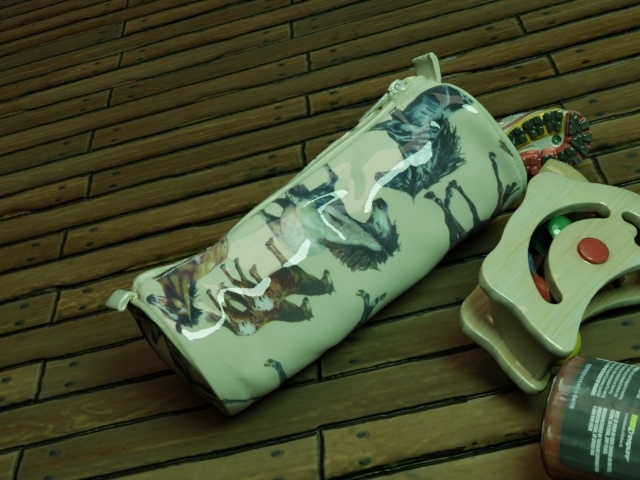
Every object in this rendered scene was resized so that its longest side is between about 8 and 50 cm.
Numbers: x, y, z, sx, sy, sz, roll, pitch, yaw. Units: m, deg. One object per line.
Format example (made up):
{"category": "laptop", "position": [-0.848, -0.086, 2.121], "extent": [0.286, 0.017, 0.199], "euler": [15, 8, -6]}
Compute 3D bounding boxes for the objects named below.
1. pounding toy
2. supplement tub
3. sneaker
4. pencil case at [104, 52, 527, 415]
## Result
{"category": "pounding toy", "position": [0.234, 0.041, 0.895], "extent": [0.154, 0.155, 0.269], "euler": [29, 52, 11]}
{"category": "supplement tub", "position": [0.276, 0.156, 0.716], "extent": [0.197, 0.106, 0.106], "euler": [10, 47, 32]}
{"category": "sneaker", "position": [0.197, -0.092, 1.085], "extent": [0.225, 0.088, 0.093], "euler": [-14, 11, 14]}
{"category": "pencil case", "position": [0.000, 0.000, 0.936], "extent": [0.410, 0.183, 0.160], "euler": [-37, 6, -12]}
